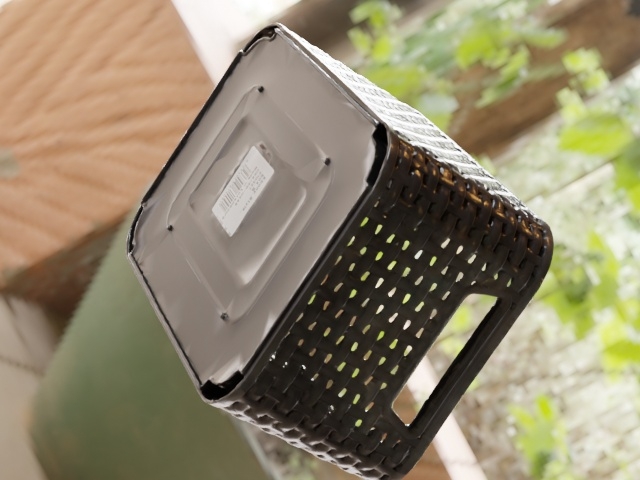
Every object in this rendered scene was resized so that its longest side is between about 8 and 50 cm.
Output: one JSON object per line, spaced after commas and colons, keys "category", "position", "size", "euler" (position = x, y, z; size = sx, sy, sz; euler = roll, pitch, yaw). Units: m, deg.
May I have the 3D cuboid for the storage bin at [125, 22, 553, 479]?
{"category": "storage bin", "position": [0.000, 0.000, 0.706], "size": [0.084, 0.122, 0.180], "euler": [29, 10, -27]}
